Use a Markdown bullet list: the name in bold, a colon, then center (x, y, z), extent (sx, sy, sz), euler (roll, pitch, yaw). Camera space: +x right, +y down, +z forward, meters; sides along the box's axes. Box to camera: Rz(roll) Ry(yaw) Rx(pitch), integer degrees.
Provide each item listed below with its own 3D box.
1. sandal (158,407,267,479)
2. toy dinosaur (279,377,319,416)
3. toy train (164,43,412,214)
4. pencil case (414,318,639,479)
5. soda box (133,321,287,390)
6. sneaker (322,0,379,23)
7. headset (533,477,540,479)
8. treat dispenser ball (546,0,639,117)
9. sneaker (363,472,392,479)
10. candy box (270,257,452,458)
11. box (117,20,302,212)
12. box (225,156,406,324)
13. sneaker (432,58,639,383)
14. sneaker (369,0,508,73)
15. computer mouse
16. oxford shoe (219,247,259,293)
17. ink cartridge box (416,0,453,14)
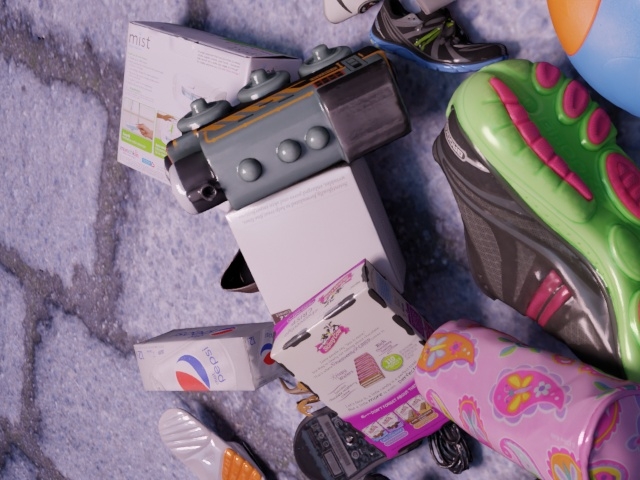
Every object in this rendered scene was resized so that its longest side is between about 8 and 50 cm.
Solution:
- **sandal**: center (-0.174, 0.392, 1.234), extent (0.265, 0.076, 0.102), euler (46, 103, 6)
- **toy dinosaur**: center (-0.006, 0.224, 1.060), extent (0.211, 0.112, 0.064), euler (-28, 85, 31)
- **toy train**: center (-0.044, -0.140, 0.867), extent (0.334, 0.190, 0.142), euler (-24, 115, -1)
- **pencil case**: center (0.217, 0.166, 0.707), extent (0.284, 0.124, 0.124), euler (15, 112, 64)
- **soda box**: center (-0.193, 0.203, 1.191), extent (0.286, 0.098, 0.091), euler (-10, 95, 38)
- **sneaker**: center (-0.028, -0.434, 0.895), extent (0.146, 0.122, 0.330), euler (-35, 79, 35)
- **headset**: center (0.254, 0.370, 0.823), extent (0.243, 0.185, 0.394), euler (21, 138, 20)
- **treat dispenser ball**: center (0.335, -0.235, 0.564), extent (0.288, 0.288, 0.288), euler (10, 107, 35)
- **sneaker**: center (0.131, 0.388, 0.959), extent (0.098, 0.083, 0.224), euler (-7, 139, 27)
- **candy box**: center (0.073, 0.156, 0.877), extent (0.159, 0.071, 0.233), euler (-37, 113, 19)
- **box**: center (-0.182, -0.199, 1.066), extent (0.262, 0.126, 0.231), euler (24, 114, 31)
- **box**: center (0.000, 0.000, 0.922), extent (0.181, 0.119, 0.182), euler (-20, 104, 15)
- **sneaker**: center (0.291, 0.030, 0.764), extent (0.483, 0.185, 0.202), euler (61, 158, 4)
- **sneaker**: center (0.142, -0.254, 0.844), extent (0.188, 0.067, 0.078), euler (30, 121, 30)
- **computer mouse**: center (0.082, 0.283, 1.025), extent (0.272, 0.072, 0.188), euler (-29, 81, 26)
- **oxford shoe**: center (-0.052, 0.005, 1.034), extent (0.271, 0.098, 0.097), euler (-45, 73, 35)
- **ink cartridge box**: center (0.139, -0.407, 0.762), extent (0.172, 0.100, 0.237), euler (-24, 86, 19)
